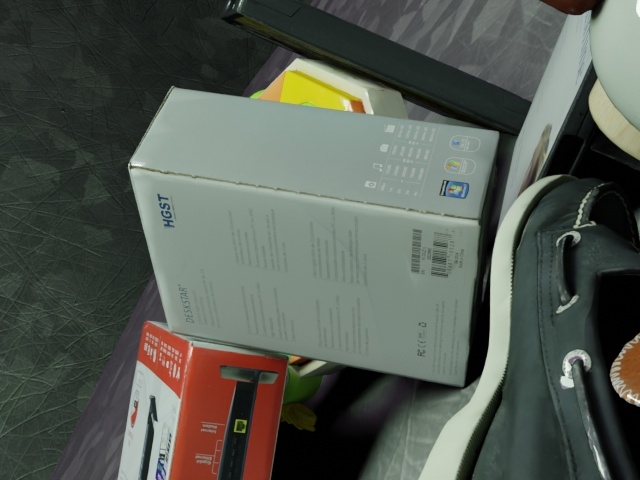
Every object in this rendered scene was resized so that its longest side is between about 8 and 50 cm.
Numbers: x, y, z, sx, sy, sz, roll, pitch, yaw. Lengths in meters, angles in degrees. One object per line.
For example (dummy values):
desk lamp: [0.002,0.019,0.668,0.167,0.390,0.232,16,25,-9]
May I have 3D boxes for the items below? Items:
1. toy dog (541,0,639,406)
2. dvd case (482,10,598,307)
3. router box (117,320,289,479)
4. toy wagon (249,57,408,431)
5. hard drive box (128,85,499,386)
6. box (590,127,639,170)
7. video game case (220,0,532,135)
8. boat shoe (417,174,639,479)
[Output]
toy dog: [0.161,-0.046,0.374,0.334,0.161,0.220,-115,33,-67]
dvd case: [0.166,-0.091,0.710,0.253,0.022,0.180,103,-174,-51]
router box: [-0.126,0.233,0.931,0.335,0.082,0.301,173,106,-74]
toy wagon: [-0.010,0.018,0.938,0.267,0.068,0.344,34,117,49]
hard drive box: [0.000,0.000,0.731,0.181,0.232,0.089,87,-163,-48]
box: [0.276,-0.225,0.603,0.293,0.073,0.295,-56,10,51]
video game case: [0.041,-0.177,0.999,0.248,0.274,0.035,-128,60,-76]
boat shoe: [0.138,0.061,0.479,0.113,0.127,0.340,-16,19,31]
